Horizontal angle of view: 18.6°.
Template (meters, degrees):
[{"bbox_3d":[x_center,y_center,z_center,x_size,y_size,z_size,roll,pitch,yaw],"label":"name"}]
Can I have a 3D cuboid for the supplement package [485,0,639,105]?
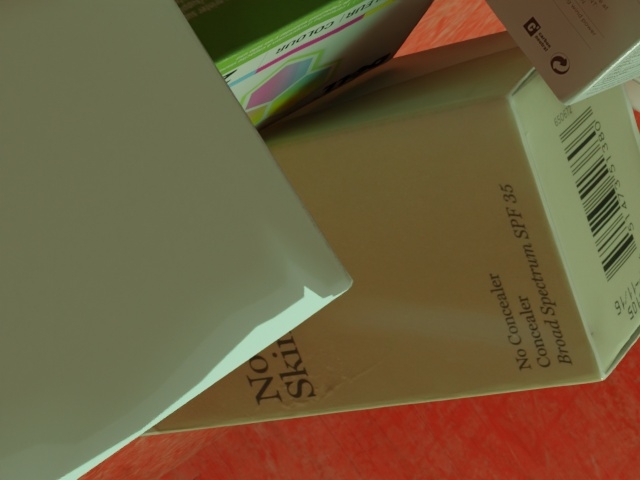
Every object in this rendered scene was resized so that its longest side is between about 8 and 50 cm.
[{"bbox_3d":[0.134,-0.197,0.724,0.149,0.194,0.203,-26,167,-49],"label":"supplement package"}]

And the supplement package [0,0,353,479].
[{"bbox_3d":[-0.109,-0.027,0.596,0.134,0.139,0.244,-35,-161,-7],"label":"supplement package"}]

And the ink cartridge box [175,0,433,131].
[{"bbox_3d":[-0.060,-0.083,0.905,0.189,0.097,0.255,-31,169,-29],"label":"ink cartridge box"}]

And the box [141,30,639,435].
[{"bbox_3d":[0.000,0.000,0.964,0.311,0.148,0.121,-12,-162,33],"label":"box"}]

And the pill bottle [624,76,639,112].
[{"bbox_3d":[0.282,-0.170,1.345,0.204,0.204,0.361,-38,170,13],"label":"pill bottle"}]
